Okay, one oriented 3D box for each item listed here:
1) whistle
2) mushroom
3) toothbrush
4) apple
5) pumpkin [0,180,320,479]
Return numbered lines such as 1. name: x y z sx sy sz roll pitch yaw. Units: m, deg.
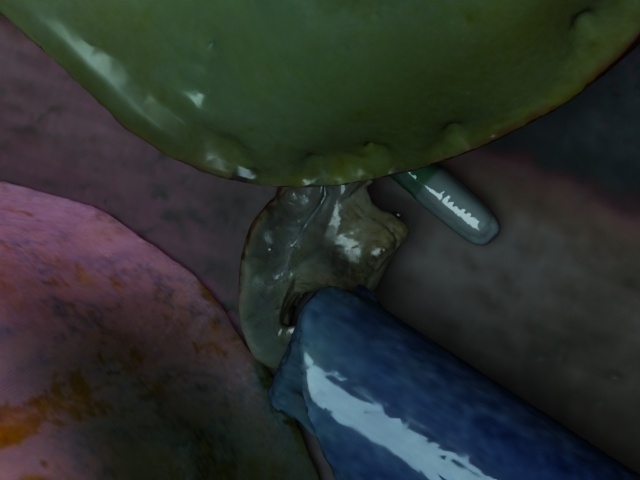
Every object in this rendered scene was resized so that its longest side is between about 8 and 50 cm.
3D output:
1. whistle: 0.114 0.118 0.495 0.304 0.062 0.062 33 101 9
2. mushroom: 0.000 0.000 0.533 0.049 0.019 0.101 31 115 11
3. toothbrush: -0.041 -0.080 0.552 0.257 0.018 0.024 39 95 10
4. apple: 0.008 -0.121 0.460 0.188 0.174 0.207 -34 87 34
5. pumpkin: -0.168 0.147 0.510 0.332 0.199 0.332 1 95 12
